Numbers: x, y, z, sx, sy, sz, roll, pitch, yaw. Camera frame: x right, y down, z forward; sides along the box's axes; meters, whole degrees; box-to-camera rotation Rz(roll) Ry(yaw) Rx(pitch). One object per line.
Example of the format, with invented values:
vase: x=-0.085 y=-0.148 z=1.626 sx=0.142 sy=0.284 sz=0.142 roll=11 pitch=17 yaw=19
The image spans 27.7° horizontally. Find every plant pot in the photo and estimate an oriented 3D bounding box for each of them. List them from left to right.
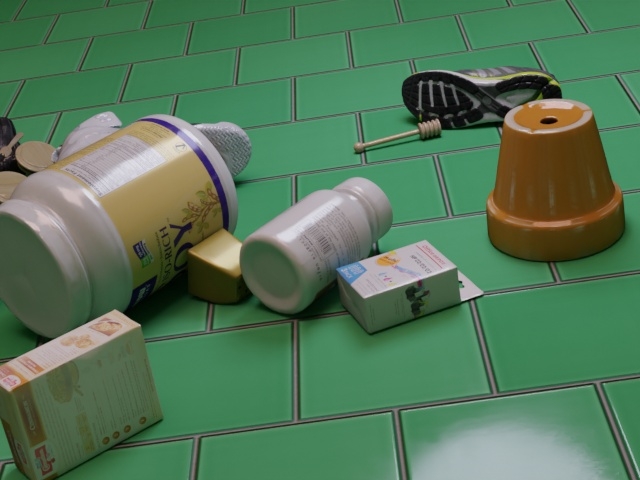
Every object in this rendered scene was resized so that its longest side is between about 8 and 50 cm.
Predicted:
plant pot: x=-0.139 y=0.046 z=1.920 sx=0.083 sy=0.082 sz=0.081 roll=26 pitch=41 yaw=29
plant pot: x=0.341 y=-0.099 z=1.921 sx=0.205 sy=0.188 sz=0.205 roll=-8 pitch=27 yaw=4

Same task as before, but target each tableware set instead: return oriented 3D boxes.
tableware set: x=-0.543 y=-0.115 z=2.385 sx=0.128 sy=0.039 sz=0.194 roll=25 pitch=40 yaw=3

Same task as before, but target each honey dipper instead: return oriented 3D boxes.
honey dipper: x=0.137 y=-0.184 z=2.330 sx=0.160 sy=0.031 sz=0.030 roll=-16 pitch=27 yaw=-6

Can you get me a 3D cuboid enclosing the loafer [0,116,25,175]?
loafer: x=-0.623 y=-0.181 z=2.516 sx=0.078 sy=0.076 sz=0.223 roll=-9 pitch=30 yaw=-17

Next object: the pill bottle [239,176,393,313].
pill bottle: x=0.000 y=0.000 z=1.902 sx=0.131 sy=0.131 sz=0.229 roll=13 pitch=35 yaw=37

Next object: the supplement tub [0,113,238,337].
supplement tub: x=-0.310 y=-0.023 z=1.927 sx=0.241 sy=0.241 sz=0.331 roll=14 pitch=36 yaw=38

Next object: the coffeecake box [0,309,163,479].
coffeecake box: x=-0.301 y=0.193 z=1.612 sx=0.185 sy=0.142 sz=0.068 roll=-27 pitch=31 yaw=-31

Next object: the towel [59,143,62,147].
towel: x=-0.451 y=-0.158 z=2.448 sx=0.083 sy=0.060 sz=0.009 roll=23 pitch=80 yaw=45

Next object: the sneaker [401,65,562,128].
sneaker: x=0.297 y=-0.267 z=2.378 sx=0.299 sy=0.111 sz=0.121 roll=5 pitch=20 yaw=16

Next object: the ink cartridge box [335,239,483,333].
ink cartridge box: x=0.126 y=0.058 z=1.825 sx=0.181 sy=0.062 sz=0.104 roll=-17 pitch=28 yaw=-16

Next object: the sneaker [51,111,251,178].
sneaker: x=-0.312 y=-0.158 z=2.301 sx=0.365 sy=0.137 sz=0.210 roll=-16 pitch=30 yaw=-5
